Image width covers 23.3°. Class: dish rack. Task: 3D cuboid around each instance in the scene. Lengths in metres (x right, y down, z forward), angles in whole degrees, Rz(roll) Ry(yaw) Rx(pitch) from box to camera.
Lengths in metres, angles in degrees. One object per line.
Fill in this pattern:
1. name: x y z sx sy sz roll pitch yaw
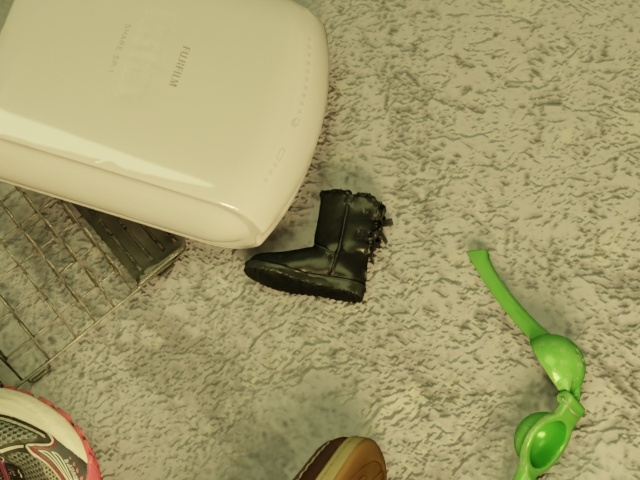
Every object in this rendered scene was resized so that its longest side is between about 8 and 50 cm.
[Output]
1. dish rack: -0.269 0.014 1.449 0.271 0.074 0.208 -39 61 -9

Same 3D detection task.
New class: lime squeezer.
1. lime squeezer: 0.164 0.139 1.286 0.110 0.059 0.310 0 63 13

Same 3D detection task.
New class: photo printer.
1. photo printer: -0.149 -0.137 1.437 0.307 0.107 0.256 18 63 -2

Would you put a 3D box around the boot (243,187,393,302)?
1. boot: 0.000 0.000 1.407 0.121 0.045 0.099 10 67 11

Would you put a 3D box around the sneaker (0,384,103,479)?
1. sneaker: -0.324 0.194 1.322 0.299 0.121 0.112 6 33 18

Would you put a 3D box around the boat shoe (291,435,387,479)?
1. boat shoe: -0.072 0.287 1.228 0.123 0.123 0.342 19 65 32
